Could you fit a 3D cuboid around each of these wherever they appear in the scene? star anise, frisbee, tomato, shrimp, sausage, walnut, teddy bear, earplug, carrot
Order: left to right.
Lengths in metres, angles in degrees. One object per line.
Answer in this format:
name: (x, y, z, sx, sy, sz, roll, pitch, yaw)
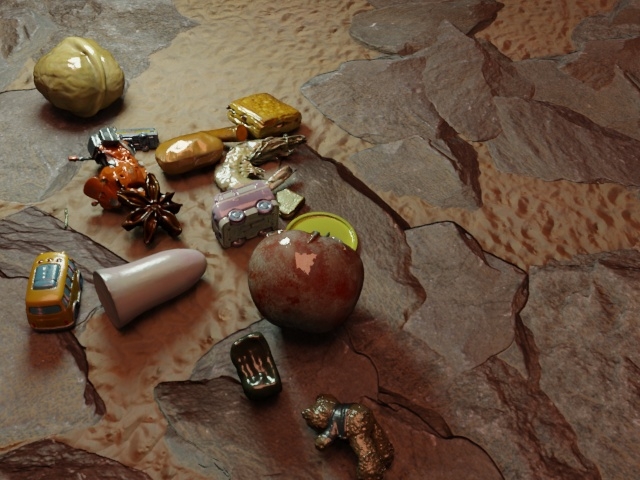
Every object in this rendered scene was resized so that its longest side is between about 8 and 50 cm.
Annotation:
walnut: (-0.859, -0.587, 2.210, 0.285, 0.285, 0.296, 35, 34, 24)
star anise: (-0.519, -0.093, 1.895, 0.190, 0.126, 0.220, -9, 78, -13)
earplug: (-0.457, 0.109, 1.723, 0.301, 0.172, 0.172, -23, 55, -30)
sausage: (-0.438, -0.297, 2.079, 0.241, 0.120, 0.136, -21, 46, -22)
carrot: (-0.358, -0.373, 2.165, 0.210, 0.061, 0.061, 2, 45, 31)
shrimp: (-0.191, -0.262, 2.094, 0.360, 0.085, 0.247, -29, 57, -18)
tomato: (-0.038, 0.102, 1.644, 0.317, 0.316, 0.282, 10, 80, 5)
frisbee: (0.000, 0.000, 1.924, 0.236, 0.017, 0.236, 2, 49, -2)
teddy bear: (0.076, 0.450, 1.474, 0.251, 0.129, 0.182, 29, 18, 25)

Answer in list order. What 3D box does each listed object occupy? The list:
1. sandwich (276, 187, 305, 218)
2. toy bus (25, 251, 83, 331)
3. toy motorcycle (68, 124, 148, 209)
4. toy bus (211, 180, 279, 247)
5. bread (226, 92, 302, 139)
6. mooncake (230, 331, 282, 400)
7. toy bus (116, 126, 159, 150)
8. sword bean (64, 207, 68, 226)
sandwich: (-0.110, -0.118, 2.005, 0.093, 0.035, 0.105, 23, 53, 14)
toy bus: (-0.736, 0.132, 1.685, 0.126, 0.136, 0.209, -4, 49, -7)
toy motorcycle: (-0.673, -0.222, 1.989, 0.221, 0.148, 0.325, -6, 55, -41)
toy bus: (-0.241, -0.081, 1.900, 0.202, 0.142, 0.142, -22, 60, -22)
bread: (-0.206, -0.446, 2.219, 0.210, 0.099, 0.235, 32, 36, 23)
mooncake: (-0.161, 0.320, 1.547, 0.104, 0.168, 0.175, -17, 37, -15)
toy bus: (-0.664, -0.355, 2.157, 0.191, 0.064, 0.075, -6, 38, -9)
sword bean: (-0.802, -0.072, 1.936, 0.012, 0.012, 0.083, -10, 50, -12)
